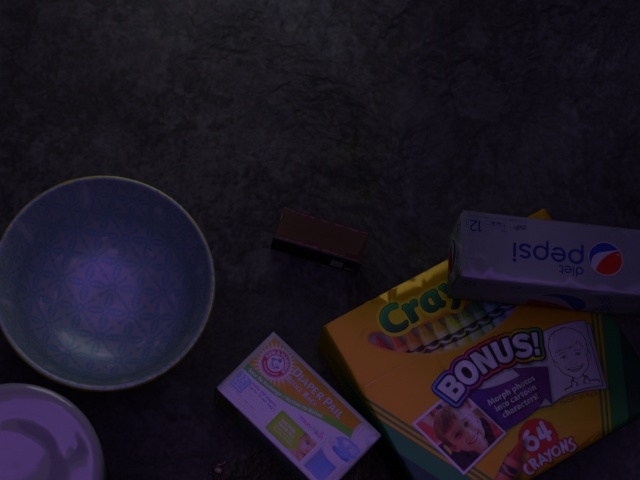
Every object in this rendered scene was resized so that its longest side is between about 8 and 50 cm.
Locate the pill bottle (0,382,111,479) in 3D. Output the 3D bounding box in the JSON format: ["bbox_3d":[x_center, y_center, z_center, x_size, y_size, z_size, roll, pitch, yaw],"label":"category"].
[{"bbox_3d":[-0.352,0.303,1.686,0.204,0.361,0.204,2,73,-5],"label":"pill bottle"}]

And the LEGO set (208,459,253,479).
[{"bbox_3d":[-0.116,0.333,1.878,0.083,0.023,0.054,34,73,5],"label":"LEGO set"}]

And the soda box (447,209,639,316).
[{"bbox_3d":[0.317,0.034,1.874,0.286,0.091,0.098,6,69,-6],"label":"soda box"}]

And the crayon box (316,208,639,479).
[{"bbox_3d":[0.229,0.178,1.918,0.363,0.106,0.313,-27,77,-14],"label":"crayon box"}]

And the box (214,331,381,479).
[{"bbox_3d":[-0.033,0.237,1.875,0.203,0.103,0.114,43,74,8],"label":"box"}]

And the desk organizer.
[{"bbox_3d":[0.000,0.000,1.983,0.130,0.047,0.050,17,69,-1],"label":"desk organizer"}]

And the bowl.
[{"bbox_3d":[-0.285,0.073,1.872,0.289,0.156,0.289,2,73,-5],"label":"bowl"}]
